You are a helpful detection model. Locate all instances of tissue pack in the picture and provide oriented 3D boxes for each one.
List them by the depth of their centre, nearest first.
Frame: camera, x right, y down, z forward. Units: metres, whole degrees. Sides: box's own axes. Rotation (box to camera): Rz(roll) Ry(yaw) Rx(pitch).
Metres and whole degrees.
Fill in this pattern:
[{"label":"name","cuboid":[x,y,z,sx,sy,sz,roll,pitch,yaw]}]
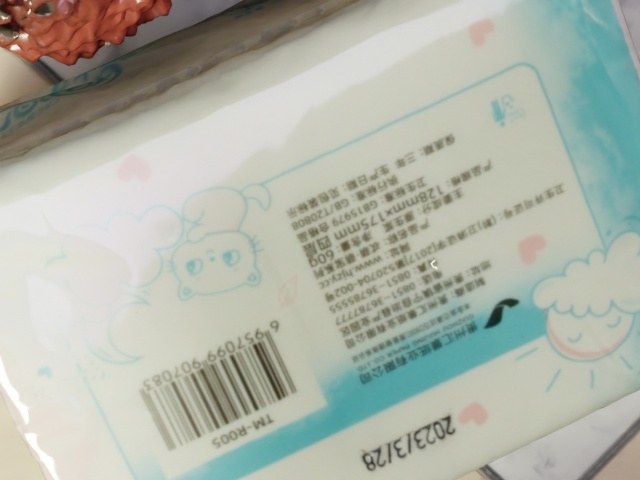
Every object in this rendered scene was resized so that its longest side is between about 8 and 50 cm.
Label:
[{"label":"tissue pack","cuboid":[0.001,0.002,0.690,0.271,0.124,0.201,-25,107,-3]}]

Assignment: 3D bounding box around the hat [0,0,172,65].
[{"label":"hat","cuboid":[-0.040,-0.186,0.645,0.237,0.107,0.286,35,91,9]}]
